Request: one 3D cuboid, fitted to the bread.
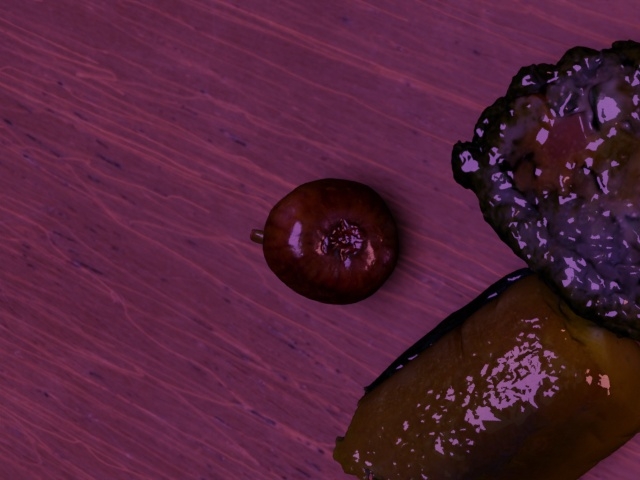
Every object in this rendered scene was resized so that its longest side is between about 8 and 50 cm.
[{"bbox_3d":[0.209,0.203,1.630,0.377,0.208,0.251,-38,81,18],"label":"bread"}]

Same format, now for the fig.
[{"bbox_3d":[0.007,0.002,1.753,0.175,0.207,0.175,1,85,-10],"label":"fig"}]

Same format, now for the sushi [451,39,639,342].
[{"bbox_3d":[0.353,-0.068,1.521,0.352,0.178,0.294,47,110,28],"label":"sushi"}]
